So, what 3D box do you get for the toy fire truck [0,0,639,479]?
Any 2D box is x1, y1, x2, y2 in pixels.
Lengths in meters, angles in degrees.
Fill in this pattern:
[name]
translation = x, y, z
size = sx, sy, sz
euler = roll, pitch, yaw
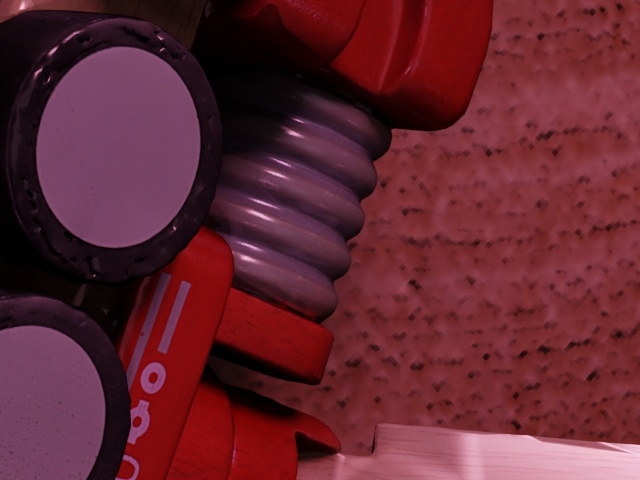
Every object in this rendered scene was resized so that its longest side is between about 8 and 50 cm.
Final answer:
[toy fire truck]
translation = 0.000, 0.000, 0.488
size = 0.246, 0.158, 0.217
euler = 27, 78, -42
